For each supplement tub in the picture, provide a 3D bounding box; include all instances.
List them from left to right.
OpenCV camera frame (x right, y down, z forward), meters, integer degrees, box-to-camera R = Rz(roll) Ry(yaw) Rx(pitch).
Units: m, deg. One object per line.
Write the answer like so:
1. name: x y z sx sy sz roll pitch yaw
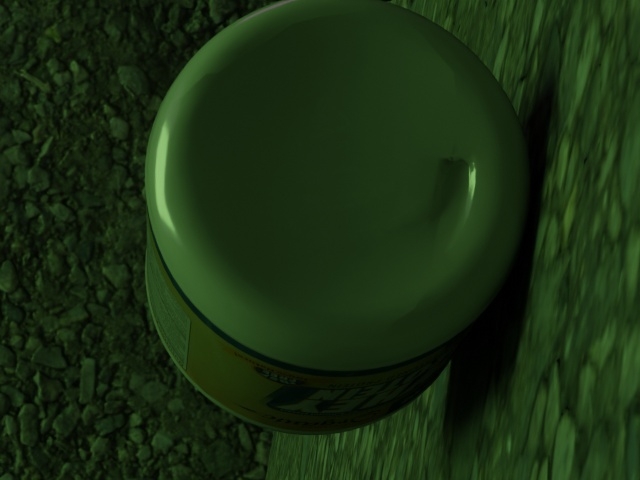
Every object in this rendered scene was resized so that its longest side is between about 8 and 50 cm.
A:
1. supplement tub: 0.000 0.000 0.768 0.200 0.144 0.144 107 173 -73
